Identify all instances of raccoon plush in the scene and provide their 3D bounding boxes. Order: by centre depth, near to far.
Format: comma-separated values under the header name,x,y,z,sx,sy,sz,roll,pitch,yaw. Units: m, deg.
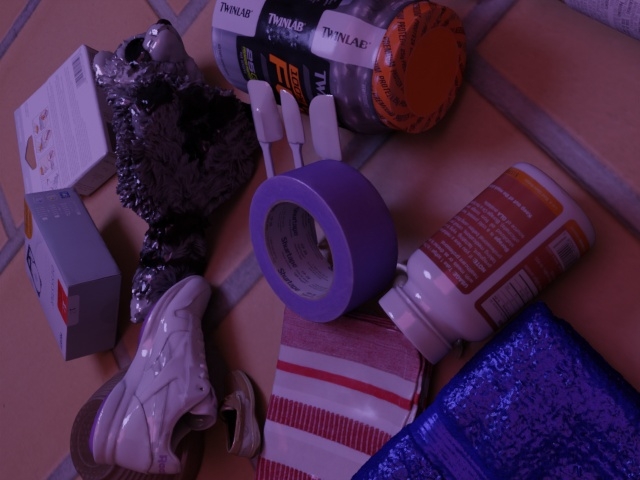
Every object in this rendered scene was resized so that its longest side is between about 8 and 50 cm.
name,x,y,z,sx,sy,sz,roll,pitch,yaw
raccoon plush,-0.294,-0.125,1.103,0.299,0.216,0.447,32,98,45

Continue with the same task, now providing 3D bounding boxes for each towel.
name,x,y,z,sx,sy,sz,roll,pitch,yaw
towel,0.190,0.241,0.687,0.308,0.076,0.228,-48,69,11
towel,0.013,0.252,0.858,0.237,0.037,0.329,6,84,42

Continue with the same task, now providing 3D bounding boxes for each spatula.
name,x,y,z,sx,sy,sz,roll,pitch,yaw
spatula,-0.026,-0.089,0.916,0.168,0.019,0.242,18,130,38

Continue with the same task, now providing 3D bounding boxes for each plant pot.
name,x,y,z,sx,sy,sz,roll,pitch,yaw
plant pot,-0.297,0.298,1.039,0.237,0.109,0.238,-10,71,33

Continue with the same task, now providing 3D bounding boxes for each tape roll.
name,x,y,z,sx,sy,sz,roll,pitch,yaw
tape roll,0.000,0.000,0.851,0.189,0.080,0.189,26,127,39

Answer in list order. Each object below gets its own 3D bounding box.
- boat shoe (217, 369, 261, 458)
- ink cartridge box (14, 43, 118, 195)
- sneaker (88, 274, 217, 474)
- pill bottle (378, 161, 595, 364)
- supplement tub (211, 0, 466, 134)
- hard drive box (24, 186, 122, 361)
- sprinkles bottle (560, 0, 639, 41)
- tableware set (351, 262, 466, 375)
name,x,y,z,sx,sy,sz,roll,pitch,yaw
boat shoe,-0.118,0.235,0.950,0.050,0.045,0.135,-56,38,29
ink cartridge box,-0.495,-0.207,1.349,0.238,0.060,0.275,-33,61,26
sneaker,-0.201,0.191,0.981,0.152,0.114,0.305,15,54,5
pill bottle,0.172,0.028,0.735,0.216,0.121,0.121,-41,56,3
supplement tub,0.019,-0.255,0.904,0.316,0.193,0.194,26,94,38
hard drive box,-0.424,0.053,1.163,0.232,0.089,0.181,49,137,34
sprinkles bottle,0.357,-0.260,0.705,0.355,0.121,0.121,44,105,35
tableware set,0.101,0.110,0.856,0.168,0.020,0.141,38,101,37
